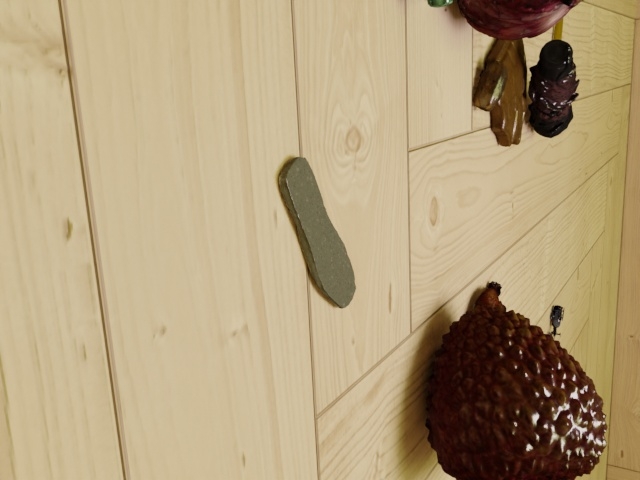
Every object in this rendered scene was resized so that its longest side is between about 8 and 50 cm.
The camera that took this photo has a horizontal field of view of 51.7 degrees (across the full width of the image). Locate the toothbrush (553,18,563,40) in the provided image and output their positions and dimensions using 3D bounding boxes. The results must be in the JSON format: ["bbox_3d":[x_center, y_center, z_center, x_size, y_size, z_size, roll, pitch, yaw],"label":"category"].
[{"bbox_3d":[0.526,-0.476,1.454,0.024,0.021,0.289,10,86,-50],"label":"toothbrush"}]

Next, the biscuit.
[{"bbox_3d":[0.335,-0.258,1.158,0.182,0.034,0.215,-59,142,-36],"label":"biscuit"}]

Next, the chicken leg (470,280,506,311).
[{"bbox_3d":[0.275,0.133,1.111,0.205,0.053,0.093,-53,161,-31],"label":"chicken leg"}]

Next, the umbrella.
[{"bbox_3d":[0.429,-0.270,1.221,0.326,0.090,0.094,32,64,-70],"label":"umbrella"}]

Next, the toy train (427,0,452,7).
[{"bbox_3d":[0.124,-0.374,0.749,0.132,0.083,0.200,-59,142,-53],"label":"toy train"}]

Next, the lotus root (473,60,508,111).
[{"bbox_3d":[0.268,-0.245,1.033,0.037,0.030,0.083,25,81,-27],"label":"lotus root"}]

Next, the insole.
[{"bbox_3d":[0.000,0.000,0.660,0.063,0.010,0.192,-59,141,-37],"label":"insole"}]

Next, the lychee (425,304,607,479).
[{"bbox_3d":[0.263,0.221,0.936,0.271,0.271,0.272,-15,108,-58],"label":"lychee"}]

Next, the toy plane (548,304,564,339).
[{"bbox_3d":[0.606,0.211,1.698,0.049,0.031,0.121,68,37,-52],"label":"toy plane"}]

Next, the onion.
[{"bbox_3d":[0.278,-0.399,0.888,0.252,0.219,0.252,-42,171,-8],"label":"onion"}]
